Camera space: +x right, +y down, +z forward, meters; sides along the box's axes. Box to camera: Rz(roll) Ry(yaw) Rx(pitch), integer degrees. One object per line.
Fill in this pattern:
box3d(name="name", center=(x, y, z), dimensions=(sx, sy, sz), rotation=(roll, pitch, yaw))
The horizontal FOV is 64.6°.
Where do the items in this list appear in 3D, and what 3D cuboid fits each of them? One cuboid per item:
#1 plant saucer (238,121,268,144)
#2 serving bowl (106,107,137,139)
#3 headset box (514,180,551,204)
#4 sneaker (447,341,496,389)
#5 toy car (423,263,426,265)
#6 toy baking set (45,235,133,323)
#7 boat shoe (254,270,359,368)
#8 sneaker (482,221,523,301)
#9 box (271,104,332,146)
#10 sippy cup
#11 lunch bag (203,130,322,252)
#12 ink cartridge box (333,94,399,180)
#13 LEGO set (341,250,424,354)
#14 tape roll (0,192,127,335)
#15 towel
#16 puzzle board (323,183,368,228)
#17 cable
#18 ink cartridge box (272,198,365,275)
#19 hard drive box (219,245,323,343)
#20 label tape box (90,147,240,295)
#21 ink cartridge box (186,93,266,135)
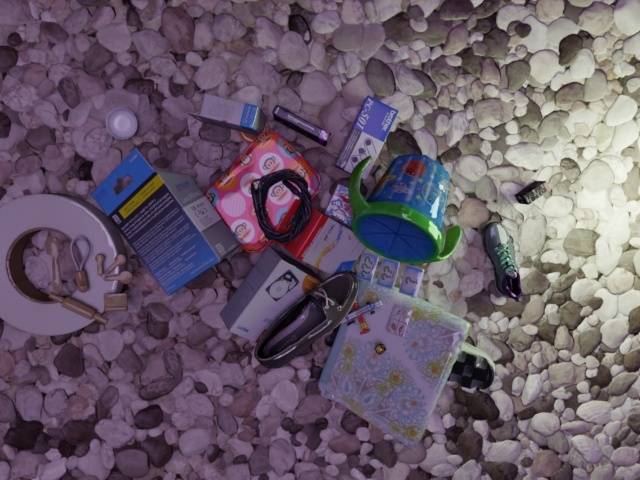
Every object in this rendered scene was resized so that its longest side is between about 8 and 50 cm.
box3d(name="plant saucer", center=(-0.184, -0.302, 1.382), dimensions=(0.083, 0.013, 0.084), rotation=(0, 97, -2))
box3d(name="serving bowl", center=(-0.531, -0.313, 1.362), dimensions=(0.083, 0.027, 0.084), rotation=(0, 97, -3))
box3d(name="headset box", center=(0.591, -0.135, 1.403), dimensions=(0.083, 0.062, 0.032), rotation=(-33, 97, 1))
box3d(name="sneaker", center=(0.325, 0.317, 1.428), dimensions=(0.330, 0.146, 0.123), rotation=(19, 102, 21))
box3d(name="toy car", center=(0.293, 0.009, 1.421), dimensions=(0.060, 0.040, 0.122), rotation=(-22, 97, 1))
box3d(name="toy baking set", center=(-0.618, 0.100, 1.339), dimensions=(0.256, 0.030, 0.197), rotation=(25, 89, -12))
box3d(name="boat shoe", center=(-0.033, 0.203, 1.301), dimensions=(0.335, 0.095, 0.112), rotation=(-44, 66, -1))
box3d(name="sneaker", center=(0.519, 0.057, 1.405), dimensions=(0.083, 0.098, 0.224), rotation=(-18, 97, 0))
box3d(name="box", center=(-0.049, -0.301, 1.335), dimensions=(0.162, 0.116, 0.029), rotation=(26, 93, -5))
box3d(name="sippy cup", center=(0.226, -0.092, 1.307), dimensions=(0.239, 0.306, 0.224), rotation=(10, 61, 30))
box3d(name="lunch bag", center=(-0.141, -0.116, 1.352), dimensions=(0.293, 0.120, 0.258), rotation=(-44, 97, 3))
box3d(name="ink cartridge box", center=(0.123, -0.277, 1.379), dimensions=(0.097, 0.046, 0.207), rotation=(25, 95, -5))
box3d(name="LEGO set", center=(0.146, 0.164, 1.315), dimensions=(0.182, 0.060, 0.245), rotation=(17, 92, 29))
box3d(name="tape roll", center=(-0.733, 0.063, 1.379), dimensions=(0.391, 0.072, 0.393), rotation=(0, 97, -2))
box3d(name="towel", center=(0.187, 0.321, 1.369), dimensions=(0.320, 0.090, 0.375), rotation=(24, 99, 24))
box3d(name="puzzle board", center=(0.086, -0.088, 1.418), dimensions=(0.128, 0.011, 0.097), rotation=(26, 95, -4))
box3d(name="cable", center=(-0.093, -0.082, 1.273), dimensions=(0.150, 0.047, 0.185), rotation=(-12, 91, 7))
box3d(name="ink cartridge box", center=(0.000, 0.000, 1.339), dimensions=(0.231, 0.078, 0.134), rotation=(27, 96, -37))
box3d(name="hard drive box", center=(-0.126, 0.159, 1.361), dimensions=(0.181, 0.089, 0.232), rotation=(32, 97, -39))
box3d(name="label tape box", center=(-0.399, -0.053, 1.307), dimensions=(0.240, 0.106, 0.334), rotation=(-30, 98, 33))
box3d(name="ink cartridge box", center=(-0.243, -0.330, 1.322), dimensions=(0.181, 0.104, 0.062), rotation=(14, 92, 6))
